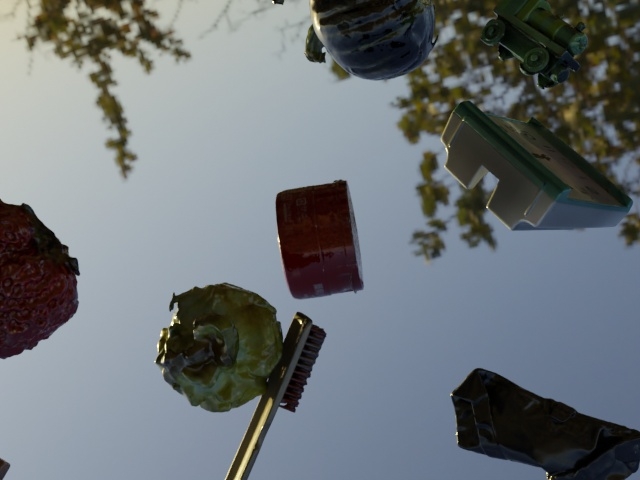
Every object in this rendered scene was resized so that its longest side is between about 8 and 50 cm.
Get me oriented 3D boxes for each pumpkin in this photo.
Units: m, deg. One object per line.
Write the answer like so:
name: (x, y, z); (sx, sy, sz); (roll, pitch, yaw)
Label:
pumpkin: (0.076, -0.442, 2.109); (0.296, 0.295, 0.296); (-16, -161, 6)

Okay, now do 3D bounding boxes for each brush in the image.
brush: (-0.072, 0.259, 1.567); (0.050, 0.320, 0.060); (23, -177, -26)

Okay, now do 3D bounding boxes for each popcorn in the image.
popcorn: (-0.147, 0.145, 1.552); (0.198, 0.197, 0.212); (-16, 175, 5)

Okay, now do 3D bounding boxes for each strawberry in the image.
strawberry: (-0.534, 0.076, 1.735); (0.261, 0.261, 0.257); (-5, -152, 34)

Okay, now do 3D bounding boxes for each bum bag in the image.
bum bag: (0.347, 0.309, 1.728); (0.310, 0.137, 0.074); (22, -172, 11)

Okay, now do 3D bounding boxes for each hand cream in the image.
hand cream: (0.000, 0.000, 1.822); (0.125, 0.193, 0.193); (-9, -160, 6)

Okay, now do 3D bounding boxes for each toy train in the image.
toy train: (0.369, -0.348, 1.874); (0.132, 0.083, 0.200); (-51, -128, 8)

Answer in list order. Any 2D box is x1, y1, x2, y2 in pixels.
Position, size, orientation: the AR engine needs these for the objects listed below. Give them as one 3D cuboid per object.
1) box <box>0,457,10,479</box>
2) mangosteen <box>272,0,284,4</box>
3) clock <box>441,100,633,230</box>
box: (-0.626, 0.458, 2.047); (0.048, 0.025, 0.115); (18, -110, 35)
mangosteen: (-0.063, -0.475, 1.856); (0.137, 0.151, 0.137); (9, -167, -2)
clock: (0.350, -0.107, 1.826); (0.231, 0.116, 0.262); (4, -144, -45)
